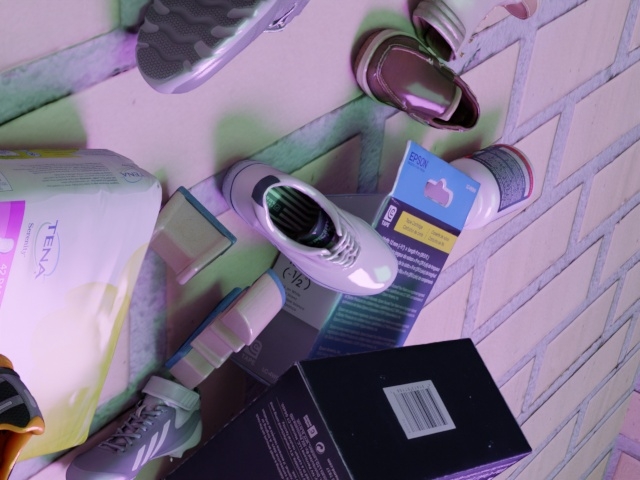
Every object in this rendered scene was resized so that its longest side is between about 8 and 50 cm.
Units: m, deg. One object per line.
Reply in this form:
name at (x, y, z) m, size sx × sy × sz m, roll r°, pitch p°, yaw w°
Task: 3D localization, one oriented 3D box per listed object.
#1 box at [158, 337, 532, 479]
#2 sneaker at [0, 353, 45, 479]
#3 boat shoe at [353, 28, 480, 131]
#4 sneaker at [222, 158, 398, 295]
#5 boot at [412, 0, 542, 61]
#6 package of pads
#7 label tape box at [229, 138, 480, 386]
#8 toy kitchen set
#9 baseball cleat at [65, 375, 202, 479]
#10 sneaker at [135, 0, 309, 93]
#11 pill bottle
box at (0.030, 0.287, 1.473) m, size 0.343 × 0.179 × 0.312 m, roll -2°, pitch 148°, yaw -47°
sneaker at (-0.299, 0.195, 0.934) m, size 0.215 × 0.083 × 0.084 m, roll -58°, pitch 150°, yaw 4°
boat shoe at (0.136, -0.196, 1.478) m, size 0.257 × 0.095 × 0.095 m, roll 13°, pitch 104°, yaw -61°
sneaker at (0.000, 0.000, 1.327) m, size 0.258 × 0.091 × 0.094 m, roll 30°, pitch 92°, yaw -33°
boot at (0.202, -0.300, 1.514) m, size 0.165 × 0.077 × 0.213 m, roll -60°, pitch 147°, yaw -4°
package of pads at (-0.273, 0.064, 1.035) m, size 0.229 × 0.101 × 0.296 m, roll -8°, pitch 123°, yaw -55°
label tape box at (0.054, 0.037, 1.541) m, size 0.249 × 0.115 × 0.348 m, roll 20°, pitch 96°, yaw -61°
toy kitchen set at (-0.130, 0.041, 1.288) m, size 0.122 × 0.166 × 0.207 m, roll -49°, pitch -175°, yaw -36°
baseball cleat at (-0.210, 0.212, 1.329) m, size 0.206 × 0.072 × 0.109 m, roll -17°, pitch 116°, yaw -58°
sneaker at (-0.060, -0.226, 1.119) m, size 0.281 × 0.105 × 0.115 m, roll -49°, pitch 149°, yaw -23°
pill bottle at (0.231, -0.075, 1.732) m, size 0.180 × 0.108 × 0.108 m, roll -23°, pitch 134°, yaw -49°
